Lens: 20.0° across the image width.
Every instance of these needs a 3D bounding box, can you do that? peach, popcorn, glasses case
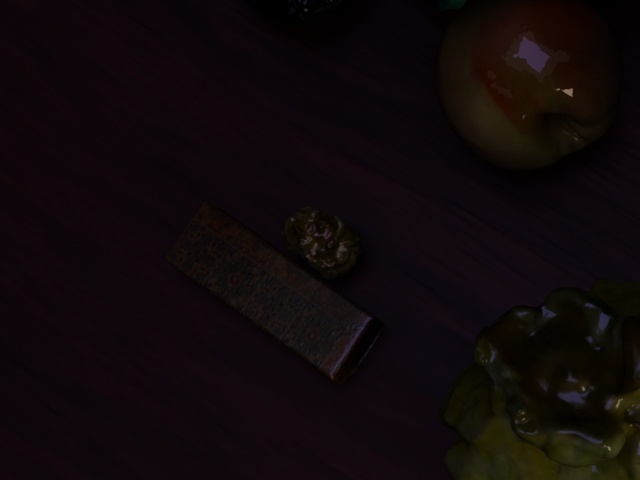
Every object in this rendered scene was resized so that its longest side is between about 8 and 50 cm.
[{"bbox_3d":[0.197,-0.162,1.730,0.184,0.184,0.184,-4,72,13],"label":"peach"},{"bbox_3d":[0.240,0.149,1.589,0.270,0.258,0.224,-42,65,46],"label":"popcorn"},{"bbox_3d":[0.000,0.000,1.776,0.082,0.083,0.057,29,82,46],"label":"popcorn"},{"bbox_3d":[-0.045,0.050,1.786,0.218,0.049,0.075,34,90,21],"label":"glasses case"}]

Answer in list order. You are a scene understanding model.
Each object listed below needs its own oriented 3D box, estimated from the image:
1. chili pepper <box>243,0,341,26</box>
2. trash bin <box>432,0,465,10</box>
[{"bbox_3d":[0.021,-0.331,1.866,0.148,0.116,0.264,23,82,47],"label":"chili pepper"},{"bbox_3d":[0.232,-0.372,1.681,0.381,0.259,0.295,1,34,-14],"label":"trash bin"}]
